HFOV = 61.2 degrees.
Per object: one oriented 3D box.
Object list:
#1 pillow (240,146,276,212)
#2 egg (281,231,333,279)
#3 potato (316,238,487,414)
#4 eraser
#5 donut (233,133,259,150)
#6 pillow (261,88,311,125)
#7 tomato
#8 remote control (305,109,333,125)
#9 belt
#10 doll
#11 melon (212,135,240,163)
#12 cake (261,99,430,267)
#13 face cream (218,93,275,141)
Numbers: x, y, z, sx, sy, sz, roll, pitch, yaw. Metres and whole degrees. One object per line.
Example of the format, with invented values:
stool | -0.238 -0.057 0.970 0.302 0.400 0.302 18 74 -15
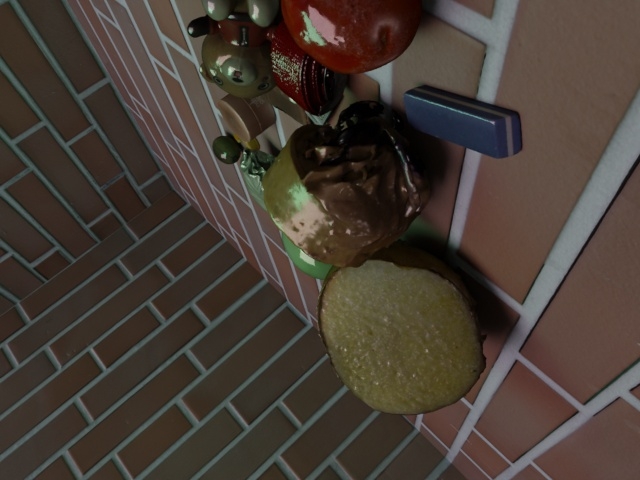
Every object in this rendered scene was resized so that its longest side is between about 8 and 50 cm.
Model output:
pillow | -0.134 -0.167 1.830 0.284 0.138 0.310 33 161 21
egg | 0.000 0.000 1.690 0.270 0.220 0.220 45 163 23
potato | 0.214 0.189 1.430 0.441 0.386 0.319 60 -163 -10
eraser | 0.238 -0.206 0.934 0.225 0.036 0.082 34 158 43
donut | -0.263 -0.355 1.910 0.108 0.043 0.097 45 164 2
pillow | -0.104 -0.383 1.433 0.211 0.034 0.135 39 166 26
tomato | 0.035 -0.367 0.839 0.232 0.189 0.232 47 163 19
remote control | 0.004 -0.325 1.297 0.065 0.029 0.166 50 159 2
belt | -0.016 -0.353 1.111 0.124 0.128 0.200 42 161 27
doll | -0.173 -0.459 1.209 0.329 0.235 0.174 103 168 -61
melon | -0.361 -0.349 2.077 0.130 0.098 0.098 46 164 24
cake | 0.079 -0.145 1.152 0.332 0.332 0.321 48 126 4
face cream | -0.219 -0.383 1.616 0.149 0.104 0.149 45 163 17
